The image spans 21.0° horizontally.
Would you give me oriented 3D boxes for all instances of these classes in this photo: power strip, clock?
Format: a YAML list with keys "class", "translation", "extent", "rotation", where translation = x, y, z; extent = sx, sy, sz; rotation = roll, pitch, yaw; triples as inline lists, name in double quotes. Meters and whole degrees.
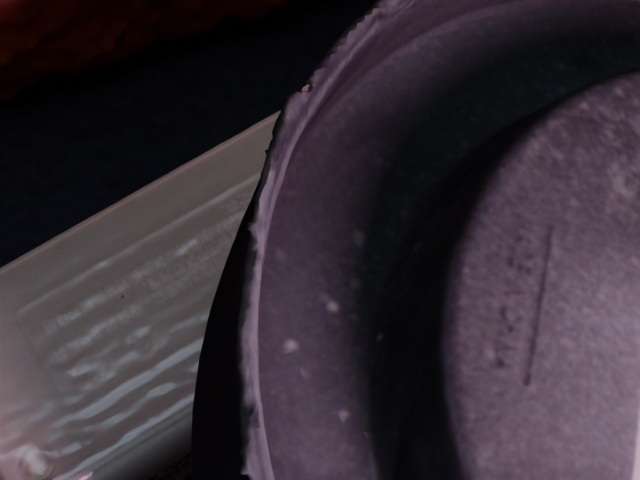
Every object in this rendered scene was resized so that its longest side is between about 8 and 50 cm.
- class: "power strip"
  translation: [0.000, 0.000, 0.659]
  extent: [0.338, 0.058, 0.098]
  rotation: [-30, 67, -10]
- class: "clock"
  translation: [0.143, 0.073, 0.538]
  extent: [0.386, 0.076, 0.386]
  rotation: [11, 58, -18]

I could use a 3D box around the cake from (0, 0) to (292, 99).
- class: "cake"
  translation: [-0.079, -0.259, 0.635]
  extent: [0.270, 0.319, 0.269]
  rotation: [-20, 65, -6]
